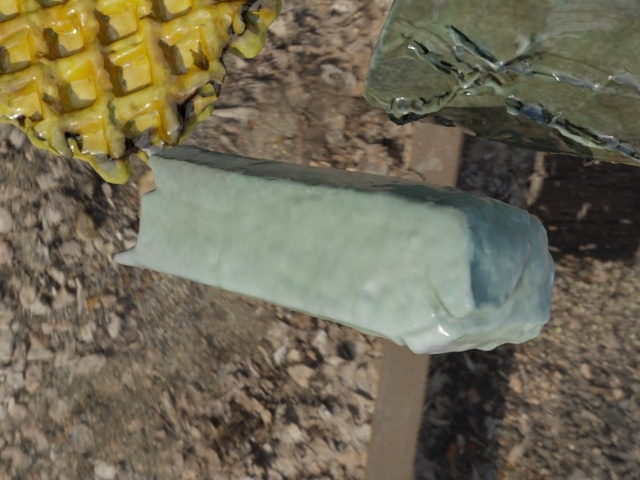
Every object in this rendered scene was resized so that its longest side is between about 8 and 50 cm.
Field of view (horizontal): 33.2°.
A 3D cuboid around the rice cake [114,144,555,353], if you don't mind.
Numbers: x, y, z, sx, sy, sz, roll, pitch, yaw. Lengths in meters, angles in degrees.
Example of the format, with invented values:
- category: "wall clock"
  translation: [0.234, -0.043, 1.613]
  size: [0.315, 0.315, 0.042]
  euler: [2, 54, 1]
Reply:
- category: "rice cake"
  translation: [0.000, 0.000, 0.447]
  size: [0.069, 0.206, 0.063]
  euler: [3, 97, -45]

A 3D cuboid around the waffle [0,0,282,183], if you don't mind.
- category: "waffle"
  translation: [-0.236, -0.271, 1.124]
  size: [0.382, 0.095, 0.379]
  euler: [32, 94, 7]

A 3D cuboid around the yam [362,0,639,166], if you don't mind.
- category: "yam"
  translation: [0.189, -0.108, 0.417]
  size: [0.271, 0.201, 0.202]
  euler: [26, 54, 4]
